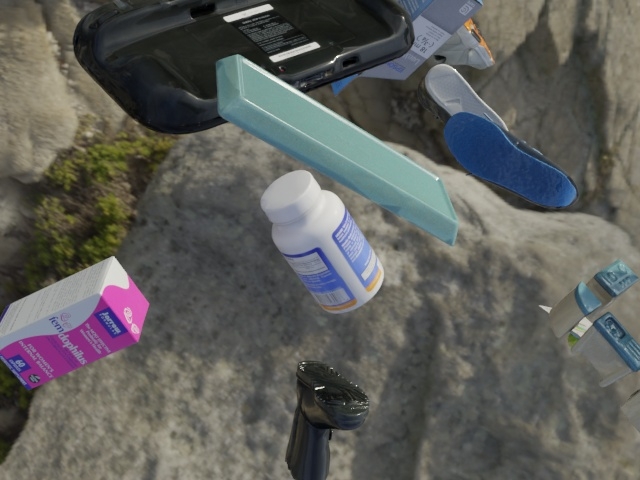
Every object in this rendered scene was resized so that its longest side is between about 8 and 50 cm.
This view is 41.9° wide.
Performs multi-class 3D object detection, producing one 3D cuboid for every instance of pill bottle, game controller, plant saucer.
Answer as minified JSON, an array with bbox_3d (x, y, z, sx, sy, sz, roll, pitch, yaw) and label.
[{"bbox_3d":[0.000,0.000,1.610,0.152,0.152,0.272,-46,124,-18],"label":"pill bottle"},{"bbox_3d":[-0.060,-0.191,0.777,0.319,0.166,0.067,-27,156,-32],"label":"game controller"},{"bbox_3d":[0.016,-0.059,0.548,0.192,0.067,0.018,26,121,-27],"label":"plant saucer"}]

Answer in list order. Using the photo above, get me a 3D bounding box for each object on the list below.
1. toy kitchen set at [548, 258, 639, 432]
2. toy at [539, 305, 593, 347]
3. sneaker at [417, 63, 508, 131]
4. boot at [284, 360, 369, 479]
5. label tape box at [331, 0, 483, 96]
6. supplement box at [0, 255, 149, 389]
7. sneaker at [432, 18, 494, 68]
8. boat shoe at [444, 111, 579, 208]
[{"bbox_3d":[0.441,0.124,1.131,0.166,0.207,0.122,-20,155,-45],"label":"toy kitchen set"},{"bbox_3d":[0.616,0.229,1.953,0.136,0.237,0.056,14,108,-21],"label":"toy"},{"bbox_3d":[0.326,-0.273,1.891,0.104,0.147,0.296,-39,102,2],"label":"sneaker"},{"bbox_3d":[0.008,0.352,1.510,0.094,0.246,0.207,2,101,-22],"label":"boot"},{"bbox_3d":[0.149,-0.466,1.721,0.105,0.241,0.333,19,134,-37],"label":"label tape box"},{"bbox_3d":[-0.407,0.134,1.360,0.220,0.114,0.111,-25,118,12],"label":"supplement box"},{"bbox_3d":[0.332,-0.461,2.006,0.262,0.121,0.099,14,53,-64],"label":"sneaker"},{"bbox_3d":[0.317,-0.123,1.408,0.109,0.258,0.089,-54,151,18],"label":"boat shoe"}]
